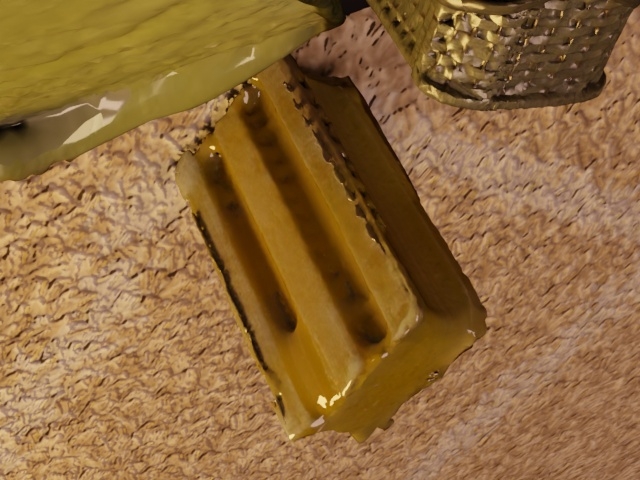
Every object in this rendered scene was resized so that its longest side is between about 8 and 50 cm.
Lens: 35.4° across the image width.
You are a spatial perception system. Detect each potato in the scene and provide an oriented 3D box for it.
[{"bbox_3d":[-0.160,-0.147,0.421,0.280,0.212,0.330,-24,179,9],"label":"potato"}]

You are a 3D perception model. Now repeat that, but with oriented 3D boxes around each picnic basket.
[{"bbox_3d":[0.119,-0.188,0.542,0.134,0.154,0.196,-5,137,-25],"label":"picnic basket"}]

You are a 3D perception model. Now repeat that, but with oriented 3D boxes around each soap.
[{"bbox_3d":[-0.001,0.000,0.645,0.076,0.233,0.135,8,134,-45],"label":"soap"}]

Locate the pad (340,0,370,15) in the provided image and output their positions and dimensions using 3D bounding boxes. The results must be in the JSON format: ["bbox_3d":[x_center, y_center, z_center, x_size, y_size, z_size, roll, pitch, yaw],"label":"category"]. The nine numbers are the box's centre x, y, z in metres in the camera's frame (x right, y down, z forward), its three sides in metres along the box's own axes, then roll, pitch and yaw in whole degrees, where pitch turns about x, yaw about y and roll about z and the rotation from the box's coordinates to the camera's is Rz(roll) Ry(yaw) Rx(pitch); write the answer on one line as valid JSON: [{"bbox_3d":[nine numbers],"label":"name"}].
[{"bbox_3d":[-0.042,-0.183,0.593,0.267,0.004,0.181,-22,142,-1],"label":"pad"}]
